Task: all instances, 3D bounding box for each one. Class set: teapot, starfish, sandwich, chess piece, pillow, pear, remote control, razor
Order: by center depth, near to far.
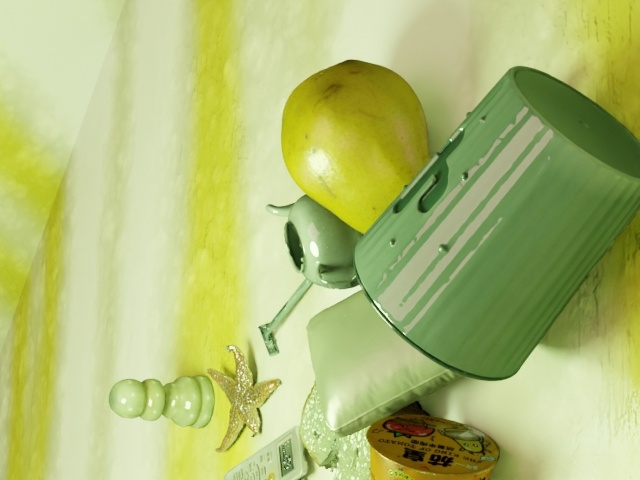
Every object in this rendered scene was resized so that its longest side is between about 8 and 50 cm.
[{"bbox_3d":[0.126,0.168,1.774,0.322,0.120,0.255,-29,49,20],"label":"pillow"},{"bbox_3d":[0.081,-0.165,1.891,0.285,0.336,0.285,-38,12,9],"label":"pear"},{"bbox_3d":[0.073,0.348,1.912,0.273,0.095,0.249,48,125,48],"label":"sandwich"},{"bbox_3d":[0.000,0.000,2.027,0.294,0.129,0.193,-123,24,-47],"label":"teapot"},{"bbox_3d":[-0.117,0.508,2.212,0.313,0.055,0.109,-41,43,40],"label":"remote control"},{"bbox_3d":[-0.076,0.153,2.235,0.211,0.036,0.084,-57,42,34],"label":"razor"},{"bbox_3d":[-0.190,0.359,2.358,0.231,0.048,0.295,59,133,31],"label":"starfish"},{"bbox_3d":[-0.389,0.384,2.474,0.133,0.243,0.133,-15,71,53],"label":"chess piece"}]

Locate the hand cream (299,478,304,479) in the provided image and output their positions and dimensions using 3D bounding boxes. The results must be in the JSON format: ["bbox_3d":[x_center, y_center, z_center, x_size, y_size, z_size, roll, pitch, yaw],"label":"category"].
[{"bbox_3d":[-0.096,0.573,2.173,0.234,0.050,0.080,-38,52,42],"label":"hand cream"}]

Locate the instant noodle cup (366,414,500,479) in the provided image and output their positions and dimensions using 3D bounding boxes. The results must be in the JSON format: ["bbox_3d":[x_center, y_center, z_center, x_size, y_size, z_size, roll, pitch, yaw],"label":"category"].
[{"bbox_3d":[0.171,0.399,1.663,0.216,0.216,0.172,27,115,56],"label":"instant noodle cup"}]

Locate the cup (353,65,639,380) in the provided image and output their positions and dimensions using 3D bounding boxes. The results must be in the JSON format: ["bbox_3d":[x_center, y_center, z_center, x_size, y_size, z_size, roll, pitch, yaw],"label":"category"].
[{"bbox_3d":[0.252,-0.052,1.544,0.392,0.310,0.401,-55,43,28],"label":"cup"}]
